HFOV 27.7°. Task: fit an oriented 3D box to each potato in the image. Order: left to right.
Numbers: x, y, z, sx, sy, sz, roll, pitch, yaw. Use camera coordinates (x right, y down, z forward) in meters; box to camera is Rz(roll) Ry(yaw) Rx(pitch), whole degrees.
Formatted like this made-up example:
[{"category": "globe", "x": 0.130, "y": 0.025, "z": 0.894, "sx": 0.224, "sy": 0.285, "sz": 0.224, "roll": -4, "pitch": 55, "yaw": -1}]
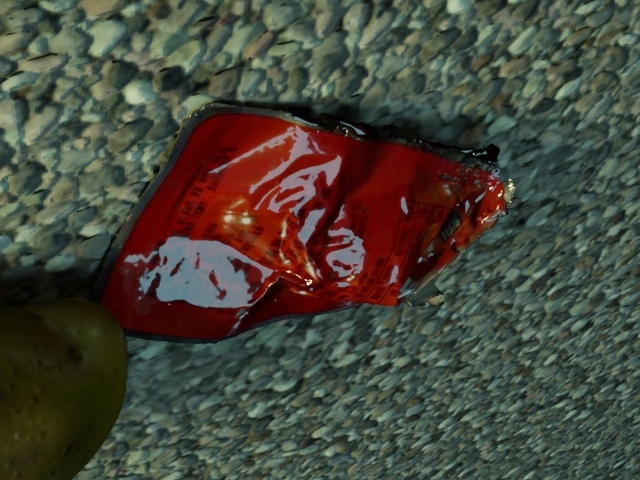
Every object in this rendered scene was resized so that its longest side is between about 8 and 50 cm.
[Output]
[{"category": "potato", "x": -0.275, "y": 0.129, "z": 0.722, "sx": 0.369, "sy": 0.176, "sz": 0.195, "roll": -20, "pitch": 110, "yaw": -34}]

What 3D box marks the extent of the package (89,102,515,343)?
[{"category": "package", "x": 0.000, "y": 0.000, "z": 0.845, "sx": 0.269, "sy": 0.071, "sz": 0.194, "roll": 2, "pitch": 125, "yaw": -39}]
